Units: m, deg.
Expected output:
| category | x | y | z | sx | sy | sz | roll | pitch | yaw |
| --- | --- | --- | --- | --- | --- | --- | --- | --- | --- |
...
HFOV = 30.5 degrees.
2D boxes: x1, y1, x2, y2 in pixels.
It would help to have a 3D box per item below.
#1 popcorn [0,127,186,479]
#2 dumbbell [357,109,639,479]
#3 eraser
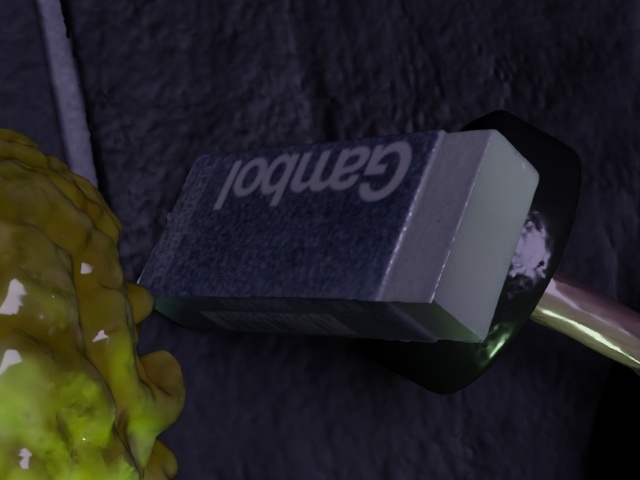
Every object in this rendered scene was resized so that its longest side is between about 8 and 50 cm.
| category | x | y | z | sx | sy | sz | roll | pitch | yaw |
| --- | --- | --- | --- | --- | --- | --- | --- | --- | --- |
| popcorn | -0.152 | 0.067 | 0.518 | 0.181 | 0.217 | 0.235 | -18 | 87 | 6 |
| dumbbell | 0.145 | 0.042 | 0.632 | 0.218 | 0.152 | 0.152 | 29 | 69 | -8 |
| eraser | 0.000 | 0.000 | 0.572 | 0.046 | 0.212 | 0.092 | 38 | 65 | -36 |
